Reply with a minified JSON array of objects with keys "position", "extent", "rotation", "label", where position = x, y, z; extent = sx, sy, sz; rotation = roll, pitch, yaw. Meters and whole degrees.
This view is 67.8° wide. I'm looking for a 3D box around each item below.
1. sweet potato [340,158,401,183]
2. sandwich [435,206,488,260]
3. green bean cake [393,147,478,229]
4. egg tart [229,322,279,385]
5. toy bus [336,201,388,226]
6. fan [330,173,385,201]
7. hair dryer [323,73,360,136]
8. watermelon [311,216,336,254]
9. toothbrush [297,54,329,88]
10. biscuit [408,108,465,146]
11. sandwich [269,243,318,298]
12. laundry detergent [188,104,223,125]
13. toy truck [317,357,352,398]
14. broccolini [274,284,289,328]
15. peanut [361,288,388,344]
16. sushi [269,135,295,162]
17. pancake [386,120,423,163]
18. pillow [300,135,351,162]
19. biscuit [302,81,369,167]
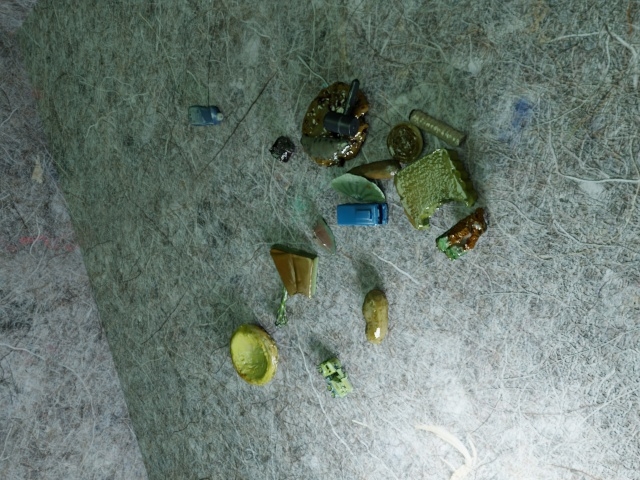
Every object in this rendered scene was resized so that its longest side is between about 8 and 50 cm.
[{"position":[0.188,-0.261,1.801],"extent":[0.273,0.075,0.075],"rotation":[-3,96,40],"label":"sweet potato"},{"position":[0.478,-0.014,1.571],"extent":[0.160,0.185,0.109],"rotation":[-39,83,36],"label":"sandwich"},{"position":[0.396,-0.174,1.636],"extent":[0.236,0.124,0.233],"rotation":[-27,81,35],"label":"green bean cake"},{"position":[-0.300,0.529,2.244],"extent":[0.315,0.120,0.314],"rotation":[6,100,36],"label":"egg tart"},{"position":[0.160,-0.100,1.824],"extent":[0.185,0.106,0.090],"rotation":[1,96,35],"label":"toy bus"},{"position":[0.140,-0.200,1.840],"extent":[0.240,0.009,0.131],"rotation":[18,138,24],"label":"fan"},{"position":[0.095,-0.499,1.738],"extent":[0.124,0.071,0.219],"rotation":[24,104,26],"label":"hair dryer"},{"position":[0.009,0.000,1.975],"extent":[0.155,0.080,0.101],"rotation":[44,130,3],"label":"watermelon"},{"position":[-0.030,-0.683,1.915],"extent":[0.022,0.017,0.204],"rotation":[-42,73,12],"label":"toothbrush"},{"position":[0.396,-0.386,1.639],"extent":[0.219,0.061,0.055],"rotation":[35,160,27],"label":"biscuit"},{"position":[-0.128,0.143,2.093],"extent":[0.245,0.063,0.212],"rotation":[15,107,34],"label":"sandwich"},{"position":[-0.539,-0.592,2.258],"extent":[0.206,0.061,0.096],"rotation":[11,102,33],"label":"laundry detergent"},{"position":[0.071,0.580,2.017],"extent":[0.100,0.077,0.169],"rotation":[-37,75,36],"label":"toy truck"},{"position":[-0.161,0.296,2.153],"extent":[0.058,0.067,0.216],"rotation":[18,99,28],"label":"broccolini"},{"position":[0.214,0.298,1.862],"extent":[0.108,0.095,0.226],"rotation":[9,107,50],"label":"peanut"},{"position":[-0.159,-0.388,2.018],"extent":[0.094,0.098,0.084],"rotation":[41,124,2],"label":"sushi"},{"position":[0.301,-0.351,1.718],"extent":[0.158,0.028,0.158],"rotation":[23,126,36],"label":"pancake"},{"position":[0.015,-0.350,1.829],"extent":[0.241,0.051,0.093],"rotation":[13,104,34],"label":"pillow"},{"position":[0.049,-0.448,1.863],"extent":[0.289,0.081,0.334],"rotation":[47,122,21],"label":"biscuit"}]
